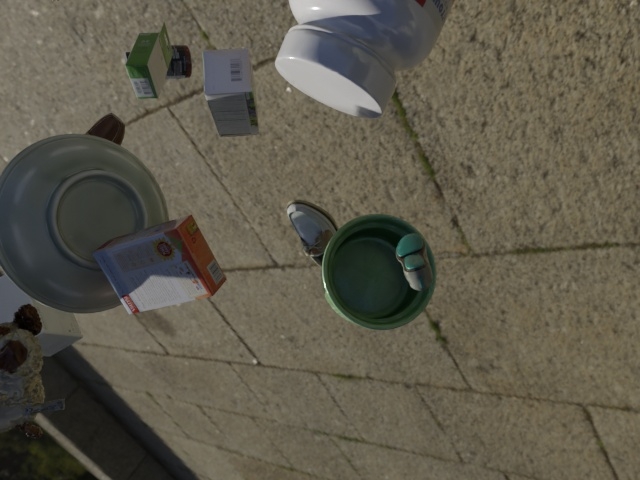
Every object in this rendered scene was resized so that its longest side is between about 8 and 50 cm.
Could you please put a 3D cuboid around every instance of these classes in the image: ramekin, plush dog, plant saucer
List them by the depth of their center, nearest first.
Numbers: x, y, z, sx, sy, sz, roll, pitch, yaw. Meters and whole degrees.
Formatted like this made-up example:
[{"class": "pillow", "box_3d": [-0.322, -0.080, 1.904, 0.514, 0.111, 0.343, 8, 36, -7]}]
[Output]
[{"class": "plush dog", "box_3d": [-0.612, 0.250, 1.160, 0.225, 0.262, 0.211, 59, -179, 44]}, {"class": "plant saucer", "box_3d": [-0.494, -0.042, 1.315, 0.100, 0.400, 0.400, -6, 126, 47]}, {"class": "ramekin", "box_3d": [0.143, 0.091, 1.618, 0.303, 0.303, 0.148, 38, 165, 0]}]

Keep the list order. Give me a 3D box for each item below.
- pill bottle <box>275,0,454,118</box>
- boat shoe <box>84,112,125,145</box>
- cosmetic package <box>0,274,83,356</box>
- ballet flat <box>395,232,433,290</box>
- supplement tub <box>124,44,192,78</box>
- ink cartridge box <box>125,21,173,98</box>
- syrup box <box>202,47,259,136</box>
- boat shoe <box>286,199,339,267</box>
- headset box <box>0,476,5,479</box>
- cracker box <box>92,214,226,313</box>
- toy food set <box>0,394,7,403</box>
[{"class": "pill bottle", "box_3d": [0.095, -0.400, 0.874, 0.229, 0.408, 0.229, 24, 178, 1]}, {"class": "boat shoe", "box_3d": [-0.824, -0.310, 2.150, 0.122, 0.324, 0.120, 40, -171, -10]}, {"class": "cosmetic package", "box_3d": [-0.886, 0.226, 1.867, 0.224, 0.138, 0.225, 61, -177, 15]}, {"class": "ballet flat", "box_3d": [0.211, 0.051, 1.358, 0.072, 0.213, 0.068, -18, 109, 10]}, {"class": "supplement tub", "box_3d": [-0.514, -0.564, 1.910, 0.106, 0.197, 0.106, 173, 90, -70]}, {"class": "ink cartridge box", "box_3d": [-0.463, -0.493, 1.645, 0.062, 0.209, 0.109, 0, 141, 5]}, {"class": "syrup box", "box_3d": [-0.182, -0.301, 1.258, 0.096, 0.093, 0.237, -4, 170, -2]}, {"class": "boat shoe", "box_3d": [0.000, 0.000, 1.805, 0.113, 0.103, 0.302, -13, 135, 37]}, {"class": "headset box", "box_3d": [-0.811, 0.523, 1.195, 0.131, 0.246, 0.283, -16, 120, 31]}, {"class": "cracker box", "box_3d": [-0.327, 0.053, 1.223, 0.232, 0.067, 0.156, -14, 113, 26]}, {"class": "toy food set", "box_3d": [-0.517, 0.253, 0.778, 0.132, 0.192, 0.039, -14, 111, 33]}]
